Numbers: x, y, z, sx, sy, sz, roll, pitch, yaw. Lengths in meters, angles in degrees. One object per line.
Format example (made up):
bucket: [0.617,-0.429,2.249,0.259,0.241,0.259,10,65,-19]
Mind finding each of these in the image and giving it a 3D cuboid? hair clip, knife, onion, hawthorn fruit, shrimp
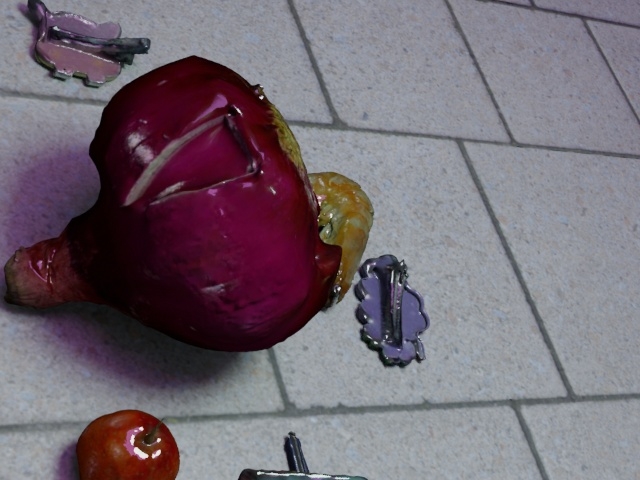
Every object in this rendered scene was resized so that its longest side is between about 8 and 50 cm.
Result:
hair clip: [-0.355,-0.298,1.883,0.187,0.056,0.146,4,53,-21]
knife: [-0.029,0.307,1.611,0.031,0.018,0.121,8,49,-32]
onion: [-0.199,-0.003,1.583,0.420,0.398,0.398,-33,72,-2]
hair clip: [0.115,0.104,1.859,0.124,0.052,0.195,13,53,-18]
hawthorn fruit: [-0.225,0.259,1.445,0.125,0.140,0.125,2,85,-20]
shrimp: [0.000,0.001,1.864,0.154,0.062,0.294,16,43,-6]

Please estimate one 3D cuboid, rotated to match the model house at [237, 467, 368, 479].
model house: [-0.022,0.392,1.384,0.248,0.281,0.230,22,21,8]
